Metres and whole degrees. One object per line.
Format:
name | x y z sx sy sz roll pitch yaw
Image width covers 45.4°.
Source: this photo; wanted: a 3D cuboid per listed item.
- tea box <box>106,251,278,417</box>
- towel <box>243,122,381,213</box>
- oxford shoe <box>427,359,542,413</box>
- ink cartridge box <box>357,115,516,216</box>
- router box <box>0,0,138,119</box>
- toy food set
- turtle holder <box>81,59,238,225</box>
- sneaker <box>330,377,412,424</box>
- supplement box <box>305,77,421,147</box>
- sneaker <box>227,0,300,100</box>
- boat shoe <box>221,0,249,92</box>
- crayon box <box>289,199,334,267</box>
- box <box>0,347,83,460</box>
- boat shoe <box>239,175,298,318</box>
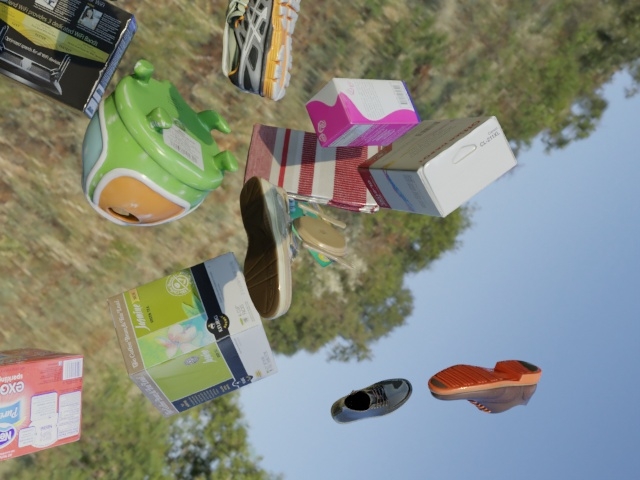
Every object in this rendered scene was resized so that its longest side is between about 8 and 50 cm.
tea box | -0.305 0.240 1.888 0.324 0.220 0.329 -22 151 -8
towel | -0.014 -0.177 1.856 0.037 0.329 0.237 104 -7 -47
oxford shoe | 0.324 0.301 1.507 0.097 0.272 0.098 31 -64 58
ink cartridge box | 0.146 -0.097 0.995 0.127 0.072 0.175 -35 -162 -14
router box | -0.592 -0.442 1.666 0.242 0.309 0.081 -64 -177 -6
toy food set | 0.000 0.000 1.514 0.038 0.132 0.192 -58 -163 22
turtle holder | -0.314 -0.172 1.342 0.227 0.320 0.243 -41 157 18
sneaker | 0.141 0.385 1.860 0.222 0.083 0.118 -18 163 -21
supplement box | 0.094 -0.278 1.673 0.220 0.111 0.114 -7 162 -42
sneaker | -0.081 -0.311 1.088 0.084 0.083 0.214 -3 102 -73
boat shoe | -0.148 -0.461 1.591 0.109 0.302 0.094 -4 171 25
crayon box | -0.046 -0.073 2.132 0.081 0.278 0.165 -32 -140 7
box | -0.535 0.263 1.210 0.142 0.154 0.300 2 180 29
boat shoe | -0.088 0.014 1.506 0.109 0.098 0.302 -36 -127 38
